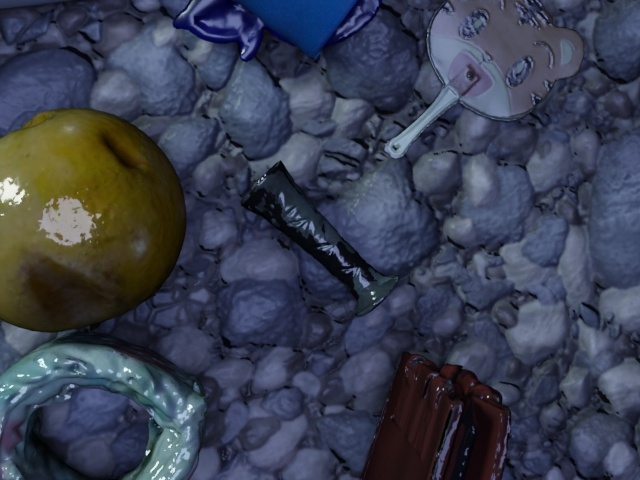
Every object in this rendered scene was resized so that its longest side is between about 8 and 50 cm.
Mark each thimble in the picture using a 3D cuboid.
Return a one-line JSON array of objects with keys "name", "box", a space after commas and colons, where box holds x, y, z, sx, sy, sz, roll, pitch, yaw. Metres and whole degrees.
[{"name": "thimble", "box": [-0.201, 0.176, 0.978, 0.211, 0.149, 0.185, -16, 93, -4]}]

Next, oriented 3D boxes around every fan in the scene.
[{"name": "fan", "box": [0.149, -0.163, 1.066, 0.152, 0.008, 0.227, 45, 87, -7]}]

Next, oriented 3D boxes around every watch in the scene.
[{"name": "watch", "box": [-0.011, -0.250, 0.952, 0.171, 0.200, 0.196, 27, 86, -10]}]

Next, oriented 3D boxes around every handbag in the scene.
[{"name": "handbag", "box": [0.084, 0.248, 0.957, 0.084, 0.260, 0.276, 16, 90, -4]}]

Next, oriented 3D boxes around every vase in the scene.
[{"name": "vase", "box": [0.000, 0.000, 1.035, 0.167, 0.059, 0.059, 44, 88, -7]}]

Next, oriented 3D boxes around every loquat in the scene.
[{"name": "loquat", "box": [-0.222, -0.012, 0.943, 0.213, 0.213, 0.213, 0, 93, -6]}]

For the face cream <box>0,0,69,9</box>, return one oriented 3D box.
[{"name": "face cream", "box": [-0.276, -0.259, 0.993, 0.198, 0.057, 0.084, -5, 85, -4]}]
